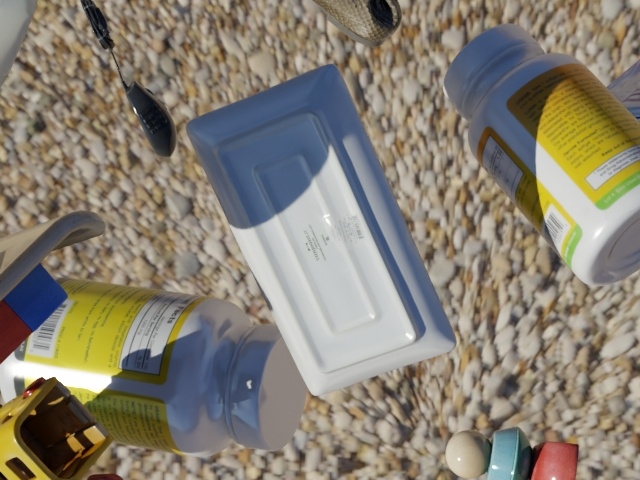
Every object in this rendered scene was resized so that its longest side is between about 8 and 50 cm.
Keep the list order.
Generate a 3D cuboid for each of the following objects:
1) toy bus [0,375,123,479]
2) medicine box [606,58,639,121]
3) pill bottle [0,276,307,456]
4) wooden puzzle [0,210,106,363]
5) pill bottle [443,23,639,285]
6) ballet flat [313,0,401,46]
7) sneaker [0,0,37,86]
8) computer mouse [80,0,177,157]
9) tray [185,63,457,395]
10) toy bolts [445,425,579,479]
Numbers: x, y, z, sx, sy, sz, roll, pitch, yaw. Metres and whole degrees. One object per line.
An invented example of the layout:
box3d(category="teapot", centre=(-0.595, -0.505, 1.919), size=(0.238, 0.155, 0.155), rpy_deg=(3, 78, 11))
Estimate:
box3d(category="toy bus", centre=(-0.306, 0.219, 1.384), size=(0.191, 0.202, 0.104), rpy_deg=(17, 43, 22))
box3d(category="medicine box", centre=(0.513, -0.149, 1.743), size=(0.289, 0.263, 0.149), rpy_deg=(-1, 113, 36))
box3d(category="pill bottle", centre=(-0.192, 0.152, 1.611), size=(0.334, 0.188, 0.188), rpy_deg=(7, 81, 22))
box3d(category="wooden puzzle", centre=(-0.362, 0.113, 1.195), size=(0.348, 0.322, 0.080), rpy_deg=(-43, 107, -30))
box3d(category="pill bottle", centre=(0.225, -0.088, 1.281), size=(0.136, 0.136, 0.246), rpy_deg=(-36, 61, -1))
box3d(category="ballet flat", centre=(-0.027, -0.278, 1.330), size=(0.250, 0.058, 0.084), rpy_deg=(34, 43, -2))
box3d(category="sneaker", centre=(-0.310, -0.085, 0.944), size=(0.148, 0.131, 0.350), rpy_deg=(10, 113, -29))
box3d(category="computer mouse", centre=(-0.249, -0.220, 1.805), size=(0.041, 0.071, 0.242), rpy_deg=(-27, 94, -2))
box3d(category="tray", centre=(0.000, 0.000, 1.155), size=(0.145, 0.030, 0.270), rpy_deg=(-21, 103, 16))
box3d(category="toy bolts", centre=(0.218, 0.331, 1.645), size=(0.158, 0.218, 0.228), rpy_deg=(9, 73, 5))
